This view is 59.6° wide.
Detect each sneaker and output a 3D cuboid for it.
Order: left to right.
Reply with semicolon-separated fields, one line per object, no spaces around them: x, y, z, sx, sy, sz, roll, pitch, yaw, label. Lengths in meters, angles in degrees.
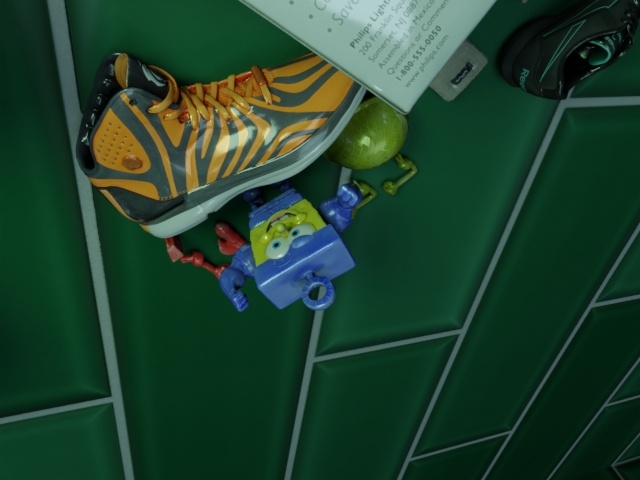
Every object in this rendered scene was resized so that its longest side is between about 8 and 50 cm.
-0.111;-0.137;0.576;0.321;0.124;0.180;-34;136;6;sneaker
0.359;-0.272;0.692;0.267;0.106;0.101;-41;132;11;sneaker

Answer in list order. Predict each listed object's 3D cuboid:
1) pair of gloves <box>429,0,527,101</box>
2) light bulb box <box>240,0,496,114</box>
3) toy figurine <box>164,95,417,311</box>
0.157;-0.287;0.627;0.204;0.042;0.240;11;129;-39;pair of gloves
0.005;-0.345;0.347;0.361;0.225;0.358;26;115;-29;light bulb box
0.000;0.000;0.685;0.362;0.217;0.191;-29;135;1;toy figurine
